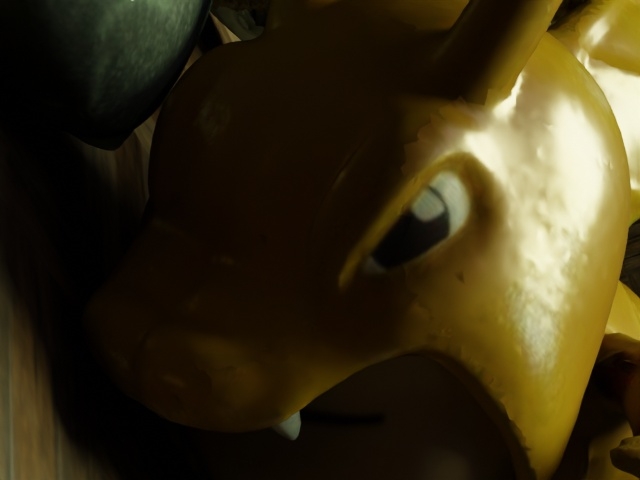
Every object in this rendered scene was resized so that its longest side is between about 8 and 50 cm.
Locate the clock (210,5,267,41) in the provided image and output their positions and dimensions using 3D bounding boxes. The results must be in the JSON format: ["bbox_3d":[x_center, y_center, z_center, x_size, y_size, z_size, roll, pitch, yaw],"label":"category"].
[{"bbox_3d":[-0.013,-0.163,1.185,0.053,0.236,0.236,-55,140,-25],"label":"clock"}]

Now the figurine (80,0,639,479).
[{"bbox_3d":[0.087,0.011,0.886,0.387,0.268,0.401,44,42,-45],"label":"figurine"}]

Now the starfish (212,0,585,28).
[{"bbox_3d":[0.029,-0.168,1.030,0.113,0.303,0.312,-71,147,-53],"label":"starfish"}]

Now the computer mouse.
[{"bbox_3d":[-0.113,-0.213,0.842,0.203,0.114,0.374,55,17,-56],"label":"computer mouse"}]
